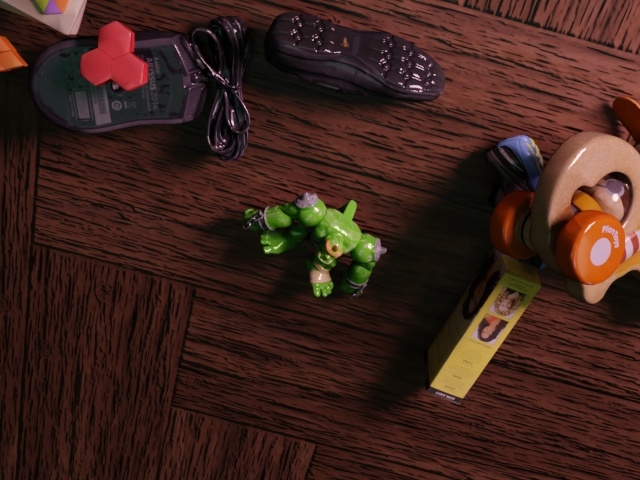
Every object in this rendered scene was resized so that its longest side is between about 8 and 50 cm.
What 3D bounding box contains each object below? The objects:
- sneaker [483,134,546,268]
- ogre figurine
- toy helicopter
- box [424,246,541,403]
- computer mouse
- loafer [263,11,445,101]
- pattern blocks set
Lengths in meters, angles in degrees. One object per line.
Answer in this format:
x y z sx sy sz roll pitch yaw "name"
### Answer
0.262 -0.048 1.073 0.078 0.067 0.188 -11 118 29 "sneaker"
0.000 0.000 1.118 0.197 0.097 0.118 48 134 -3 "ogre figurine"
0.393 -0.015 1.028 0.355 0.140 0.235 34 85 -34 "toy helicopter"
0.222 0.117 1.160 0.058 0.087 0.232 21 120 -8 "box"
-0.224 -0.197 1.044 0.272 0.072 0.188 0 116 -5 "computer mouse"
0.041 -0.213 1.000 0.223 0.076 0.078 14 158 -9 "loafer"
-0.337 -0.329 0.949 0.325 0.026 0.285 14 103 5 "pattern blocks set"
